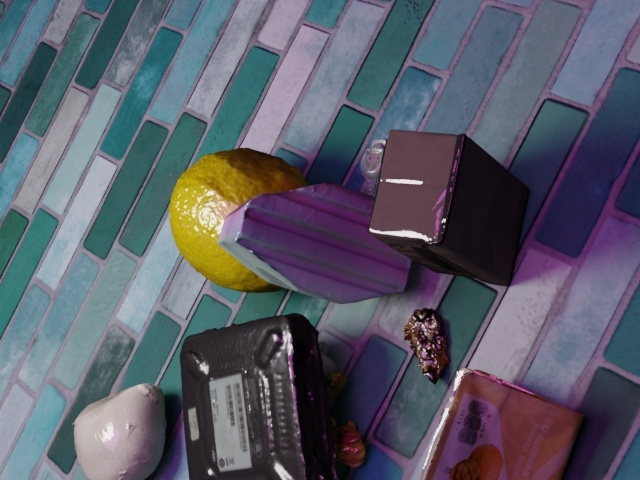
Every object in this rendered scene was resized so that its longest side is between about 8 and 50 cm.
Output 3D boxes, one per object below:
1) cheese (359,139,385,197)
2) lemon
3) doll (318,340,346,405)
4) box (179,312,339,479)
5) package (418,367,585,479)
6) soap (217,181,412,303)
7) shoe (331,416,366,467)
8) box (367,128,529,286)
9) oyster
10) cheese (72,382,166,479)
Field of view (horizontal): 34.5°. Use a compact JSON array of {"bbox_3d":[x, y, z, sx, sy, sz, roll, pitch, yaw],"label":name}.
[{"bbox_3d":[0.100,-0.130,1.916,0.067,0.026,0.121,2,76,36],"label":"cheese"},{"bbox_3d":[-0.134,-0.034,1.903,0.322,0.268,0.268,21,88,42],"label":"lemon"},{"bbox_3d":[-0.037,0.232,1.860,0.207,0.081,0.129,23,79,40],"label":"doll"},{"bbox_3d":[-0.124,0.322,1.826,0.350,0.091,0.359,-18,74,44],"label":"box"},{"bbox_3d":[0.238,0.365,1.600,0.165,0.221,0.311,-165,96,-78],"label":"package"},{"bbox_3d":[0.000,0.000,1.752,0.109,0.324,0.193,3,76,66],"label":"soap"},{"bbox_3d":[0.033,0.341,1.782,0.109,0.072,0.069,39,137,42],"label":"shoe"},{"bbox_3d":[0.209,-0.051,1.670,0.153,0.252,0.188,7,80,38],"label":"box"},{"bbox_3d":[0.184,0.175,1.753,0.086,0.029,0.132,-47,52,13],"label":"oyster"},{"bbox_3d":[-0.390,0.387,2.013,0.198,0.154,0.189,-26,67,26],"label":"cheese"}]
